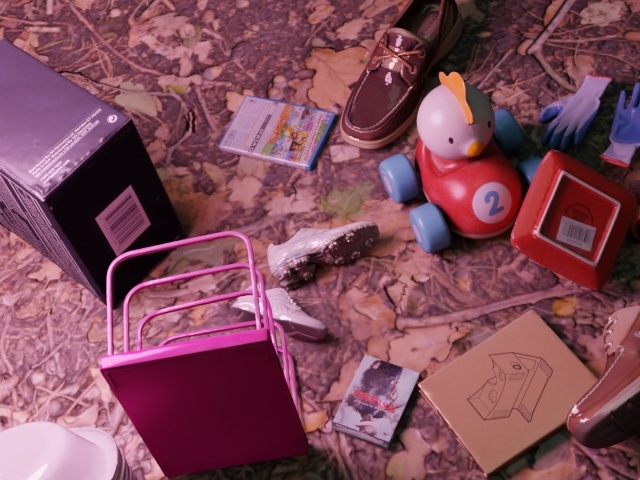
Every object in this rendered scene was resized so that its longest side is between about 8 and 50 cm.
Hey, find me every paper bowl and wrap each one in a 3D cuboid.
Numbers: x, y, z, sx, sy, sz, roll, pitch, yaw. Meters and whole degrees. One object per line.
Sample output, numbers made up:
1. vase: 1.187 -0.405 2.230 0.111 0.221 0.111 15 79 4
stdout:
1. paper bowl: -0.370 0.337 1.331 0.284 0.148 0.284 -20 25 10

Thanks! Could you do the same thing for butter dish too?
1. butter dish: 0.345 -0.024 1.545 0.160 0.118 0.160 27 78 -11

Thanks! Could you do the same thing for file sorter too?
1. file sorter: -0.145 0.151 1.407 0.202 0.291 0.182 -10 52 3

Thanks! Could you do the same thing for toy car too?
1. toy car: 0.209 -0.139 1.569 0.219 0.238 0.210 -24 55 -6

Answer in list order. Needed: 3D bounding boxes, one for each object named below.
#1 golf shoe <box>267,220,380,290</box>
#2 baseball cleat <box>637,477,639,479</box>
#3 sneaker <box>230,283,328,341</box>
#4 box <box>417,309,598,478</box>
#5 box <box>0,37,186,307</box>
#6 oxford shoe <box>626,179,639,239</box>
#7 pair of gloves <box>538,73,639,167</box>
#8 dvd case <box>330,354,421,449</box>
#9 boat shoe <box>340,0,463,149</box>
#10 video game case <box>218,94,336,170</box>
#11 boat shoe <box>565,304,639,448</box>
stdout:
1. golf shoe: 0.000 0.000 1.620 0.176 0.069 0.086 -23 49 -7
2. baseball cleat: 0.405 0.318 1.334 0.205 0.072 0.109 -17 41 -7
3. sneaker: -0.054 0.101 1.567 0.152 0.054 0.061 18 58 22
4. box: 0.258 0.203 1.458 0.201 0.021 0.164 -31 56 -11
5. box: -0.394 -0.101 1.618 0.294 0.296 0.183 32 67 27
6. oxford shoe: 0.576 -0.073 1.547 0.271 0.097 0.098 -7 49 6
7. pair of gloves: 0.437 -0.191 1.666 0.198 0.023 0.159 21 68 38
8. dvd case: 0.077 0.221 1.483 0.087 0.013 0.119 17 61 21
9. boat shoe: 0.131 -0.301 1.766 0.123 0.123 0.342 24 63 24
10. video game case: -0.071 -0.180 1.787 0.166 0.015 0.119 14 59 19
11. boat shoe: 0.426 0.148 1.414 0.324 0.123 0.116 -34 52 -24
